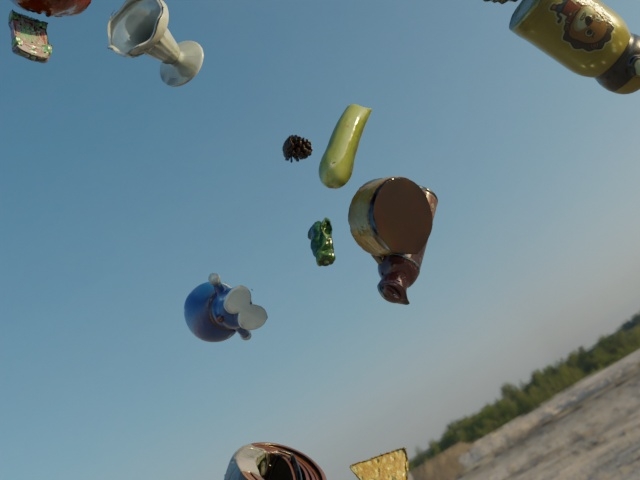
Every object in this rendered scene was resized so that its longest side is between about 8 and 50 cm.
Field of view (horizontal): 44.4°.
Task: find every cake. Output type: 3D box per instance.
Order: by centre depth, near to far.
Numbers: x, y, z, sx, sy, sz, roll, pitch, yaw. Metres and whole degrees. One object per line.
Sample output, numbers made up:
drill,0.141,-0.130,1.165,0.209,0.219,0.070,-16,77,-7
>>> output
cake,0.143,-0.050,1.873,0.178,0.185,0.207,-17,43,52

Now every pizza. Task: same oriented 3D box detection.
pizza,0.106,0.422,1.423,0.026,0.109,0.122,98,-170,-56

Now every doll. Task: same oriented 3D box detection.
doll,-0.248,0.174,2.034,0.257,0.215,0.161,-9,22,49

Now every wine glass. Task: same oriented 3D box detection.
wine glass,-0.382,-0.460,1.838,0.165,0.164,0.196,-34,-33,11

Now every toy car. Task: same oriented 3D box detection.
toy car,-0.542,-0.372,1.452,0.069,0.142,0.055,13,-52,-37

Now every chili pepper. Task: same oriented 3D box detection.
chili pepper,0.000,-0.007,1.691,0.050,0.073,0.182,-2,21,-5

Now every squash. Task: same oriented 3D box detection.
squash,0.058,-0.230,1.872,0.083,0.083,0.250,114,177,-62

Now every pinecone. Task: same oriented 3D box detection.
pinecone,-0.062,-0.247,2.106,0.083,0.077,0.077,1,-27,-16

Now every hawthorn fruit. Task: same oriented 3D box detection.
hawthorn fruit,-0.508,-0.523,1.472,0.179,0.179,0.200,-1,-69,-58

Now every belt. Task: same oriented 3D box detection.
belt,-0.087,0.449,1.405,0.261,0.184,0.105,-137,64,-79

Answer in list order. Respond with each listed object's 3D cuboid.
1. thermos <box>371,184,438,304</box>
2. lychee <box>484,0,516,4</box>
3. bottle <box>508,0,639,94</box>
thermos,0.210,0.008,2.010,0.110,0.330,0.136,-5,-40,33
lychee,0.297,-0.443,1.212,0.171,0.171,0.171,-27,-18,-10
bottle,0.639,-0.481,1.861,0.171,0.351,0.171,-58,7,12
